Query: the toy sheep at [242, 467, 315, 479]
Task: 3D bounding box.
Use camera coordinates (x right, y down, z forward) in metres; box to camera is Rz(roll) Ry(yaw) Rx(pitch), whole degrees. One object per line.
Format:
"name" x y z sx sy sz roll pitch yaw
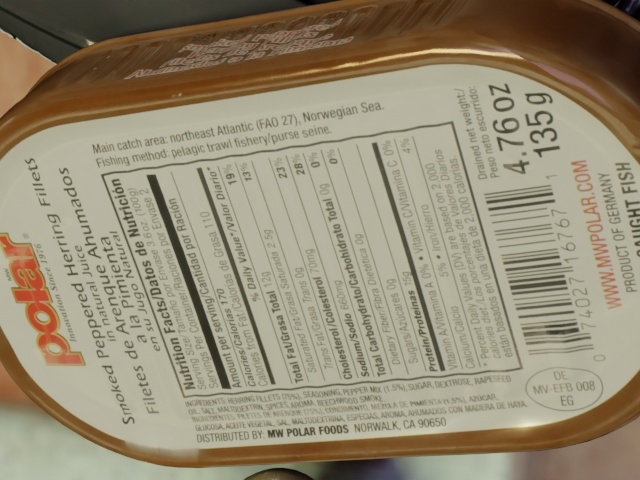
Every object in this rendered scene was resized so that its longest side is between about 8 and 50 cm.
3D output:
"toy sheep" -0.031 0.116 0.436 0.091 0.091 0.132 29 98 14

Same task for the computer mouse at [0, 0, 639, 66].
"computer mouse" -0.016 -0.111 0.421 0.262 0.060 0.184 33 106 13

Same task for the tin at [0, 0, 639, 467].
"tin" 0.000 0.000 0.407 0.190 0.040 0.106 -7 110 26
